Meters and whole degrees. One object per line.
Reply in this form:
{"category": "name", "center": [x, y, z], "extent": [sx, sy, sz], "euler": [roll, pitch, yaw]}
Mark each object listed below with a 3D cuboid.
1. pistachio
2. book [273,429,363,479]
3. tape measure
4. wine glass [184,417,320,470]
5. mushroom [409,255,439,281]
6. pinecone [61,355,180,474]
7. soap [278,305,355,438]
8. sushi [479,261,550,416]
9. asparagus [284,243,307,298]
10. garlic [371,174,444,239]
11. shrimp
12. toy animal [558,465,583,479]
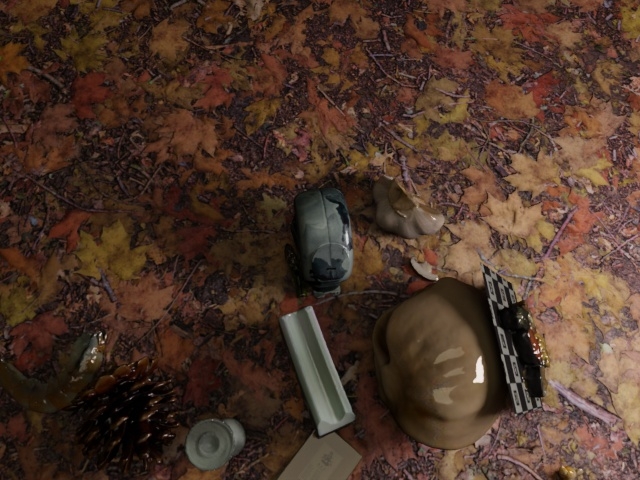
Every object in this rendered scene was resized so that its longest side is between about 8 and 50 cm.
{"category": "pistachio", "center": [0.304, 0.288, 1.251], "extent": [0.365, 0.281, 0.445], "euler": [34, 51, -4]}
{"category": "book", "center": [-0.007, 0.569, 1.250], "extent": [0.138, 0.016, 0.199], "euler": [39, 72, 11]}
{"category": "tape measure", "center": [0.000, 0.000, 1.332], "extent": [0.147, 0.256, 0.275], "euler": [-7, 76, -6]}
{"category": "wine glass", "center": [-0.137, 0.442, 1.129], "extent": [0.264, 0.309, 0.096], "euler": [-1, 71, -3]}
{"category": "mushroom", "center": [0.296, 0.083, 1.449], "extent": [0.101, 0.019, 0.049], "euler": [40, 73, 8]}
{"category": "pinecone", "center": [-0.441, 0.402, 1.153], "extent": [0.264, 0.264, 0.264], "euler": [1, 70, -4]}
{"category": "soap", "center": [-0.015, 0.326, 1.248], "extent": [0.095, 0.173, 0.289], "euler": [-19, 68, -10]}
{"category": "sushi", "center": [0.505, 0.240, 1.244], "extent": [0.064, 0.359, 0.343], "euler": [-18, 68, 29]}
{"category": "asparagus", "center": [-0.071, 0.083, 1.417], "extent": [0.036, 0.030, 0.165], "euler": [-20, 73, 0]}
{"category": "garlic", "center": [0.238, -0.079, 1.450], "extent": [0.229, 0.178, 0.143], "euler": [37, 102, 27]}
{"category": "shrimp", "center": [-0.675, 0.338, 1.272], "extent": [0.287, 0.068, 0.185], "euler": [-13, 67, 2]}
{"category": "toy animal", "center": [0.627, 0.603, 1.257], "extent": [0.060, 0.081, 0.083], "euler": [-3, 90, -3]}
